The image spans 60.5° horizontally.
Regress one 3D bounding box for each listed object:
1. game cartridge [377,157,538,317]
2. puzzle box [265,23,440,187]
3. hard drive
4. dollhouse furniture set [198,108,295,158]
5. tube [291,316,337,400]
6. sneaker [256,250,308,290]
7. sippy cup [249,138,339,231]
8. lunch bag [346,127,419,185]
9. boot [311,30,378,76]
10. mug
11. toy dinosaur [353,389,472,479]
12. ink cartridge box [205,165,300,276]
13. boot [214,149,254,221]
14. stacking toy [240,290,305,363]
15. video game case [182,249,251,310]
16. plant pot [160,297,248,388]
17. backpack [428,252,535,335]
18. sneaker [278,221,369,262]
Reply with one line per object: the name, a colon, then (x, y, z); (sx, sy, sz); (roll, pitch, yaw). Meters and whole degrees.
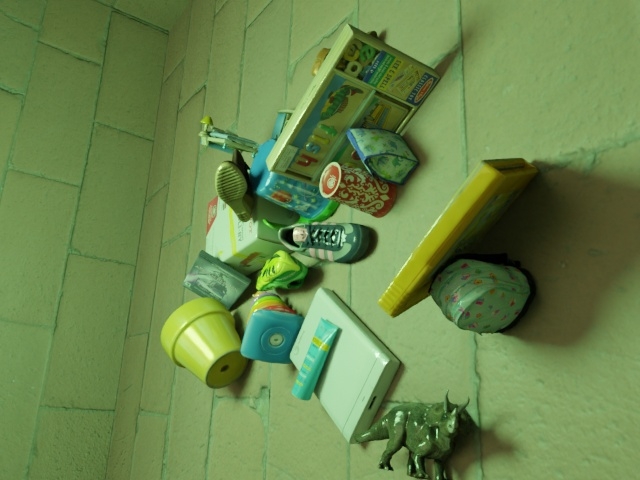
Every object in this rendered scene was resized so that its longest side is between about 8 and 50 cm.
game cartridge: (0.255, -0.007, 1.007); (0.053, 0.285, 0.323); (41, 117, 20)
puzzle box: (0.074, -0.301, 1.382); (0.409, 0.272, 0.052); (-54, 37, 32)
hard drive: (0.046, 0.304, 1.400); (0.353, 0.047, 0.233); (43, 114, 54)
dollhouse furniture set: (-0.210, -0.368, 1.806); (0.286, 0.304, 0.198); (21, 97, 57)
tube: (-0.013, 0.305, 1.409); (0.080, 0.052, 0.207); (24, 93, 50)
sneaker: (-0.117, 0.112, 1.660); (0.109, 0.124, 0.295); (-68, 11, -16)
sippy cup: (-0.077, -0.190, 1.610); (0.240, 0.224, 0.305); (-19, 62, 52)
lunch bag: (0.144, -0.214, 1.350); (0.096, 0.151, 0.128); (-55, 39, 29)
boot: (0.065, -0.543, 1.606); (0.152, 0.073, 0.197); (35, 89, 38)
mug: (0.081, -0.128, 1.396); (0.150, 0.169, 0.113); (-11, 70, 54)
toy dinosaur: (0.195, 0.392, 1.107); (0.314, 0.121, 0.160); (-21, 49, 57)
ink cartridge box: (-0.238, -0.060, 1.862); (0.385, 0.160, 0.279); (-28, 56, 49)
boot: (-0.256, -0.196, 1.620); (0.248, 0.090, 0.206); (78, -178, -54)
stacking toy: (-0.156, 0.225, 1.671); (0.302, 0.175, 0.165); (-122, 47, -65)
video game case: (-0.367, 0.148, 1.917); (0.274, 0.196, 0.026); (-48, 12, 54)
plant pot: (-0.374, 0.361, 1.855); (0.239, 0.254, 0.254); (41, 113, 39)
backpack: (0.289, 0.097, 0.984); (0.151, 0.182, 0.115); (-63, 35, 18)
sneaker: (0.000, 0.000, 1.506); (0.319, 0.131, 0.112); (-6, 73, 56)
